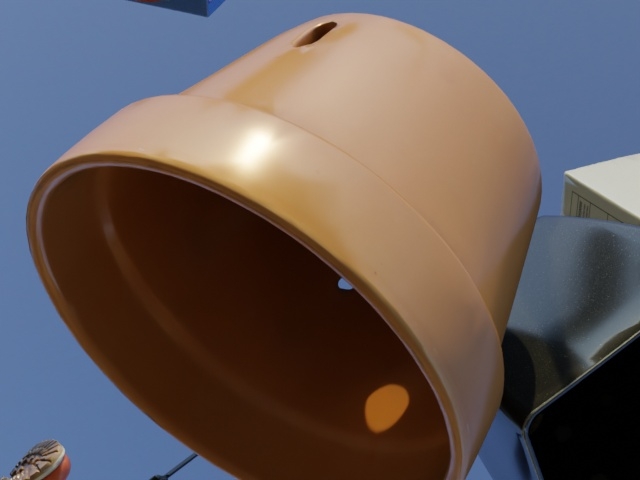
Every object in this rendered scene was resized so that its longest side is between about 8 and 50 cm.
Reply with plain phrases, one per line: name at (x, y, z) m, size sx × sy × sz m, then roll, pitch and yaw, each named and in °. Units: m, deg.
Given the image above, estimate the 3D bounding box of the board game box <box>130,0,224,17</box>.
board game box at (-0.138, -0.311, 1.306) m, size 0.160 × 0.210 × 0.047 m, roll 15°, pitch -47°, yaw 20°

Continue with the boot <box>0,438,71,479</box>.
boot at (-0.239, 0.229, 1.090) m, size 0.085 × 0.059 × 0.158 m, roll 40°, pitch -46°, yaw -6°

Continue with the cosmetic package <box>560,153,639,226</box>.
cosmetic package at (0.357, 0.050, 1.184) m, size 0.309 × 0.113 × 0.160 m, roll 45°, pitch -38°, yaw 52°

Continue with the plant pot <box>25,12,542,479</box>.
plant pot at (0.000, 0.000, 0.764) m, size 0.291 × 0.203 × 0.291 m, roll 24°, pitch -36°, yaw 19°

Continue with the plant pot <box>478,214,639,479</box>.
plant pot at (0.179, 0.091, 0.893) m, size 0.167 × 0.187 × 0.188 m, roll 38°, pitch -22°, yaw 49°

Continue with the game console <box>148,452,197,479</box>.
game console at (-0.177, 0.294, 1.361) m, size 0.122 × 0.071 × 0.107 m, roll -41°, pitch -129°, yaw 38°
